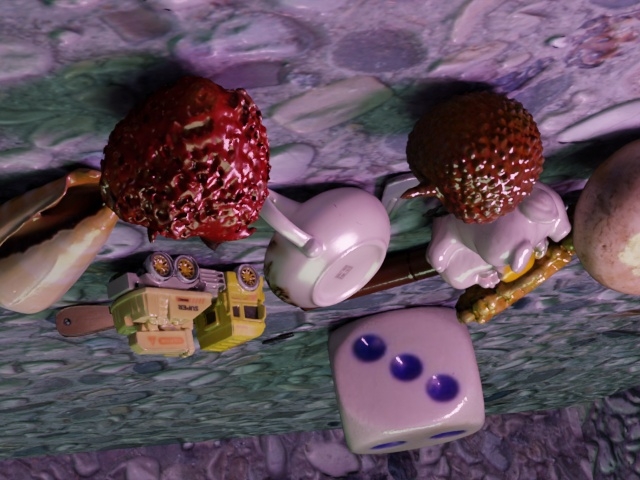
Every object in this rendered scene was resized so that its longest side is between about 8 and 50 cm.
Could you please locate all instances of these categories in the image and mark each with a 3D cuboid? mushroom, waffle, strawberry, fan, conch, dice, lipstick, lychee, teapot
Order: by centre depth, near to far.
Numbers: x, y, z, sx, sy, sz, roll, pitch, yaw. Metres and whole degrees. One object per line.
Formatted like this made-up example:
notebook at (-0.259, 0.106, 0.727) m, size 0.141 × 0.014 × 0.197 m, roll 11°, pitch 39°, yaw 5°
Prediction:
strawberry at (-0.137, -0.090, 1.193) m, size 0.184 × 0.187 × 0.201 m, roll -39°, pitch 167°, yaw -42°
lychee at (0.179, -0.095, 1.340) m, size 0.197 × 0.165 × 0.165 m, roll -41°, pitch 165°, yaw -10°
conch at (-0.353, -0.015, 1.435) m, size 0.255 × 0.127 × 0.158 m, roll -38°, pitch 123°, yaw 14°
mushroom at (0.462, -0.060, 1.593) m, size 0.254 × 0.195 × 0.189 m, roll -42°, pitch 134°, yaw 8°
teapot at (0.000, 0.000, 1.599) m, size 0.204 × 0.139 × 0.298 m, roll -41°, pitch 153°, yaw 6°
fan at (0.106, -0.043, 1.695) m, size 0.057 × 0.023 × 0.282 m, roll -15°, pitch 163°, yaw -11°
waffle at (0.343, 0.034, 1.814) m, size 0.301 × 0.058 × 0.281 m, roll -40°, pitch -178°, yaw 36°
lipstick at (0.120, 0.058, 1.957) m, size 0.357 × 0.057 × 0.057 m, roll -16°, pitch 161°, yaw 21°
dice at (0.184, 0.308, 2.414) m, size 0.304 × 0.276 × 0.304 m, roll -12°, pitch 159°, yaw 0°

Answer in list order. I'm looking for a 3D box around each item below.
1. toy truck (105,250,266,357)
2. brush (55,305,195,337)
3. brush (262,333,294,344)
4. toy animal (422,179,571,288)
toy truck at (-0.214, 0.117, 1.795) m, size 0.272 × 0.157 × 0.124 m, roll 9°, pitch 154°, yaw -45°
brush at (-0.300, 0.129, 1.953) m, size 0.328 × 0.070 × 0.065 m, roll -6°, pitch 172°, yaw -6°
brush at (-0.093, 0.214, 2.397) m, size 0.083 × 0.008 × 0.024 m, roll -19°, pitch 162°, yaw 27°
toy animal at (0.256, -0.013, 1.673) m, size 0.208 × 0.154 × 0.325 m, roll -32°, pitch -178°, yaw 1°
